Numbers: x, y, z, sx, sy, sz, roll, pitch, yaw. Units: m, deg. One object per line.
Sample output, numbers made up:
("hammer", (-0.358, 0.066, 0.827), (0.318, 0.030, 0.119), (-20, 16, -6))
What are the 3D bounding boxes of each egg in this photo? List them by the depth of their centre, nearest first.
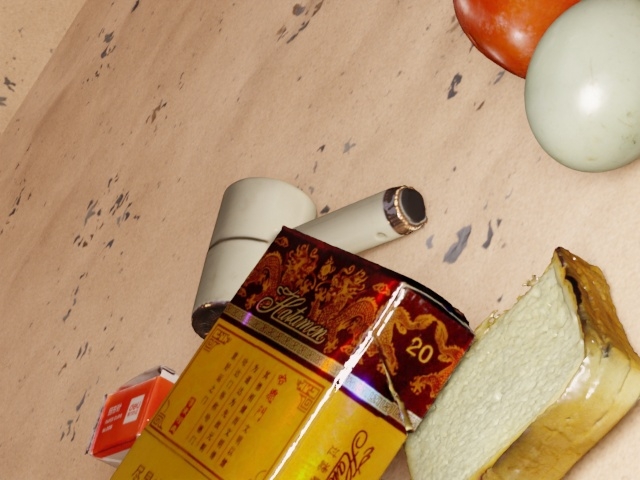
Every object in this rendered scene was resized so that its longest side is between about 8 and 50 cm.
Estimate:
("egg", (0.279, -0.157, 1.729), (0.149, 0.149, 0.192), (-16, 42, 55))

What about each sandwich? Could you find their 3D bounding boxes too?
("sandwich", (0.188, 0.153, 1.639), (0.251, 0.087, 0.226), (-50, 18, 18))

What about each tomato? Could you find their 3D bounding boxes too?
("tomato", (0.241, -0.282, 1.885), (0.232, 0.188, 0.232), (-45, 27, 31))

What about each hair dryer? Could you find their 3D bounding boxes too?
("hair dryer", (0.000, 0.000, 2.128), (0.362, 0.128, 0.203), (-22, 43, 41))

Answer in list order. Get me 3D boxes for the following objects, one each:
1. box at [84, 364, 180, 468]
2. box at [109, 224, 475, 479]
("box", (-0.163, 0.237, 2.079), (0.133, 0.182, 0.099), (-27, 40, 53))
("box", (-0.054, 0.199, 1.751), (0.415, 0.116, 0.264), (-56, 30, -7))
